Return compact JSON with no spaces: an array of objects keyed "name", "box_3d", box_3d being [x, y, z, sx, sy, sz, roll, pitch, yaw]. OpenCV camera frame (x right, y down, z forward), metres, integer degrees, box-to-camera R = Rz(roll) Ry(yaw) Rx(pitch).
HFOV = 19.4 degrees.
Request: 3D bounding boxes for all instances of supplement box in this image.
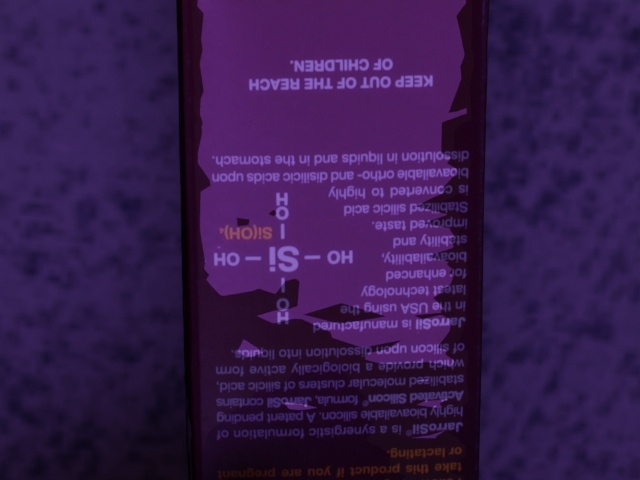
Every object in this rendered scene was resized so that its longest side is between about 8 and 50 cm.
[{"name":"supplement box","box_3d":[0.000,0.000,0.540,0.081,0.104,0.188,-2,107,-5]}]
